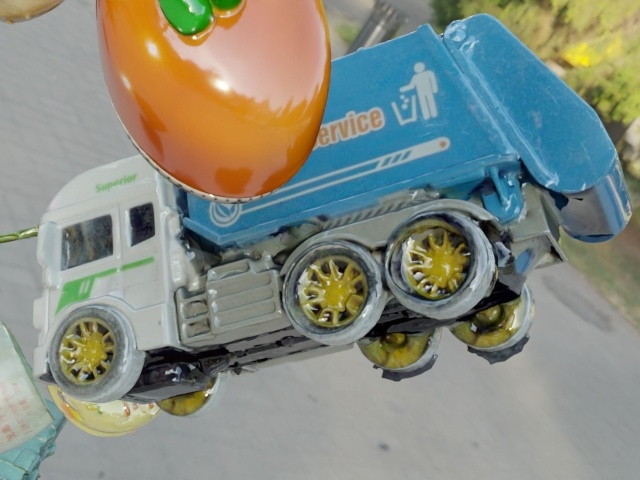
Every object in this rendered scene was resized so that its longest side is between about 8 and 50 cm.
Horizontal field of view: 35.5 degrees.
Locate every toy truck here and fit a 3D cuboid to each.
[{"bbox_3d":[0.000,0.000,0.619,0.146,0.367,0.175,38,39,-64],"label":"toy truck"}]

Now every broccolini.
[{"bbox_3d":[-0.318,-0.011,1.215,0.194,0.052,0.054,2,59,-23],"label":"broccolini"}]

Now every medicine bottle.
[{"bbox_3d":[-0.402,0.183,1.160,0.147,0.143,0.147,54,-19,27],"label":"medicine bottle"}]

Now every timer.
[{"bbox_3d":[-0.047,-0.086,0.420,0.136,0.099,0.136,56,-9,15],"label":"timer"}]

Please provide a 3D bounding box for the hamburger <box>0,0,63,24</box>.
[{"bbox_3d":[-0.254,-0.320,0.873,0.146,0.243,0.286,27,54,-36],"label":"hamburger"}]

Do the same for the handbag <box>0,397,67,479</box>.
[{"bbox_3d":[-0.564,0.325,1.543,0.274,0.100,0.269,19,35,0],"label":"handbag"}]

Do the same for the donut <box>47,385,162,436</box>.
[{"bbox_3d":[-0.226,0.138,1.132,0.174,0.175,0.068,19,-13,-39],"label":"donut"}]
